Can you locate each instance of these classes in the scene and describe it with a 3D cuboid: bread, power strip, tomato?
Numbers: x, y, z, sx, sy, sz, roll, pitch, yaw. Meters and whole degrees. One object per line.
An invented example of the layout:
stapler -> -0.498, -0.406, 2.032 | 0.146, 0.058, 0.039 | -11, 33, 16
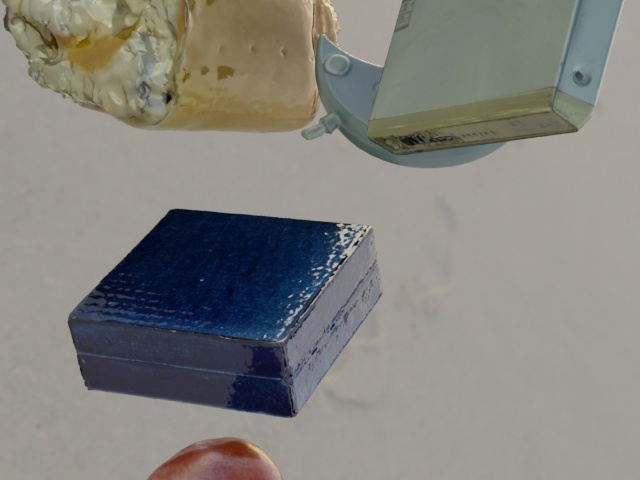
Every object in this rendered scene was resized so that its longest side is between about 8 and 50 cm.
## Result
bread -> -0.176, -0.298, 1.955 | 0.361, 0.250, 0.394 | 27, 20, 39
power strip -> 0.100, -0.147, 1.427 | 0.054, 0.253, 0.167 | 87, -10, -57
tomato -> -0.115, 0.297, 1.557 | 0.151, 0.187, 0.187 | 20, -13, 41

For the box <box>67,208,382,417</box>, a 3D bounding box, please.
box -> -0.105, 0.078, 1.709 | 0.261, 0.279, 0.116 | -49, 136, -51

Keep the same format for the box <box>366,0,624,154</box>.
box -> 0.133, -0.169, 1.072 | 0.045, 0.270, 0.210 | 20, 80, -23
